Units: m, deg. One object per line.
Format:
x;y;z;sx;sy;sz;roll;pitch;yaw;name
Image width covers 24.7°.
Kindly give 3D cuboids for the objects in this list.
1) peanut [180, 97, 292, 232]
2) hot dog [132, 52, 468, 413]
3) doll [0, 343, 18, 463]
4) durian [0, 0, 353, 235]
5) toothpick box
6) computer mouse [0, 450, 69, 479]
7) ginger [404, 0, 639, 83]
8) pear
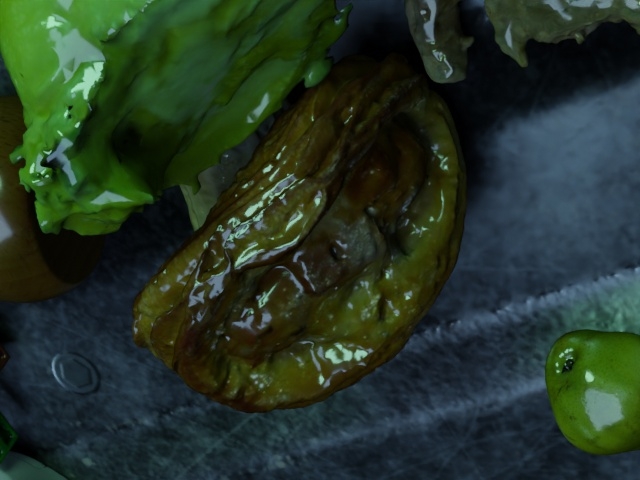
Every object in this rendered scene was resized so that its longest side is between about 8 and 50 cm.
-0.053;-0.042;1.030;0.090;0.098;0.214;10;132;35;peanut
0.000;0.003;0.951;0.175;0.114;0.259;34;99;-37;hot dog
-0.356;0.113;1.249;0.186;0.106;0.134;16;138;12;doll
-0.087;-0.194;0.855;0.256;0.204;0.339;-29;69;33;durian
-0.320;-0.026;1.096;0.294;0.192;0.192;-1;121;17;toothpick box
-0.232;0.313;1.324;0.297;0.121;0.184;38;126;-3;computer mouse
0.165;-0.174;0.874;0.259;0.065;0.149;-2;118;26;ginger
0.200;0.107;1.029;0.097;0.092;0.092;33;128;-1;pear
